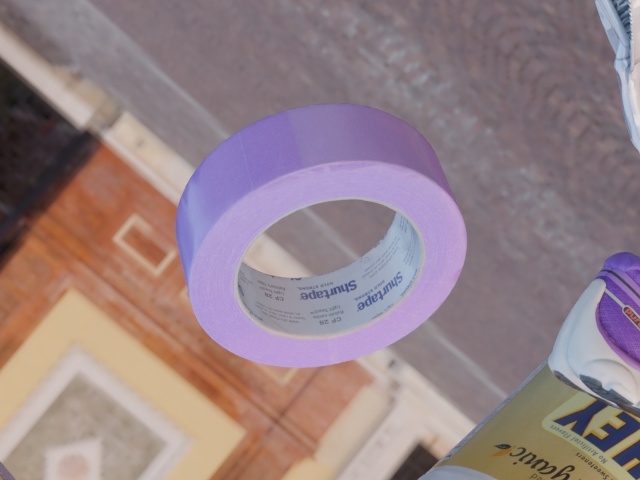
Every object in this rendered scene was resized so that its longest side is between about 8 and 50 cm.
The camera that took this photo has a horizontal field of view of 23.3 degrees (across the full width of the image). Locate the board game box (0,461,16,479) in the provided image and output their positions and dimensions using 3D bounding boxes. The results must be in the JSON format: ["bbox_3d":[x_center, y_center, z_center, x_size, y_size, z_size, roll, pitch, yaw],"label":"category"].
[{"bbox_3d":[-0.283,0.123,0.548,0.302,0.308,0.086,51,173,-6],"label":"board game box"}]

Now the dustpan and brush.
[{"bbox_3d":[0.221,-0.153,1.119,0.211,0.060,0.147,61,-172,-22],"label":"dustpan and brush"}]

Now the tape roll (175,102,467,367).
[{"bbox_3d":[0.000,0.000,1.519,0.275,0.274,0.090,46,-161,-42],"label":"tape roll"}]

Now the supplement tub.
[{"bbox_3d":[0.202,0.222,1.202,0.228,0.316,0.228,37,150,25],"label":"supplement tub"}]

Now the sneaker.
[{"bbox_3d":[0.176,0.057,0.647,0.170,0.071,0.068,27,176,-27],"label":"sneaker"}]
